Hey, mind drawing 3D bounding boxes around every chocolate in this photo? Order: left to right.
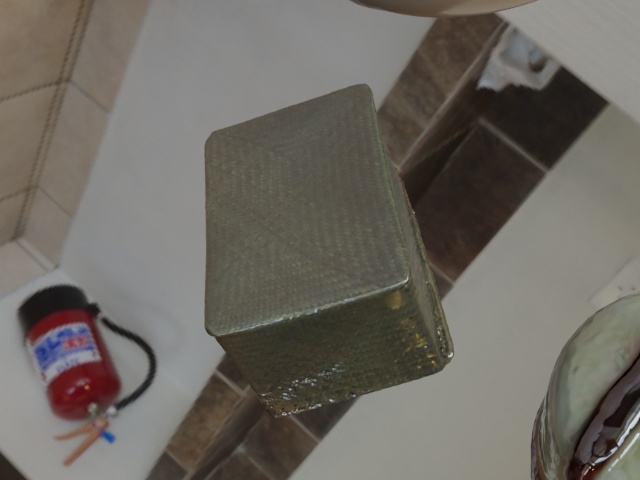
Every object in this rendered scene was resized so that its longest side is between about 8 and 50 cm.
[{"bbox_3d":[0.308,0.149,0.668,0.283,0.284,0.186,-43,143,-29],"label":"chocolate"}]

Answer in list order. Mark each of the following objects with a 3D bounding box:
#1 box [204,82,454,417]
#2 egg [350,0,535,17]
[{"bbox_3d":[0.001,0.002,0.784,0.184,0.273,0.143,-17,135,9],"label":"box"},{"bbox_3d":[0.065,-0.191,0.373,0.232,0.176,0.176,-7,-152,51],"label":"egg"}]
